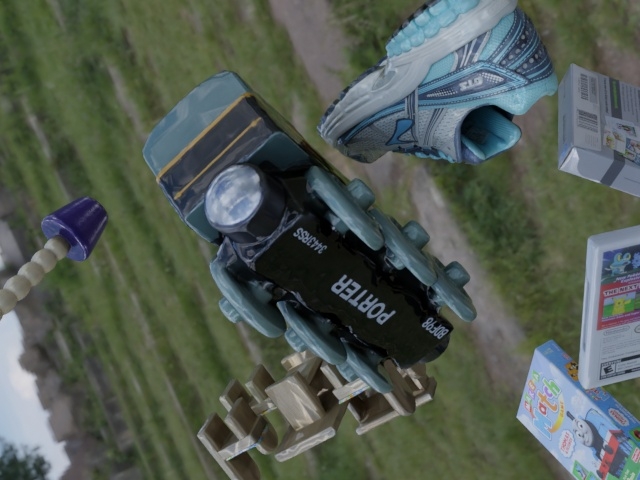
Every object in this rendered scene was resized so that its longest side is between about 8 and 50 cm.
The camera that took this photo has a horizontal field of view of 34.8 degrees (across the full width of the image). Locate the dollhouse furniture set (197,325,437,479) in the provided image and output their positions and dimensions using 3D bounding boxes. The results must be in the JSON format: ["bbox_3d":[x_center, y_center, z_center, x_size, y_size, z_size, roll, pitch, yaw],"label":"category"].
[{"bbox_3d":[0.025,0.175,1.120,0.161,0.212,0.242,54,-156,-10],"label":"dollhouse furniture set"}]

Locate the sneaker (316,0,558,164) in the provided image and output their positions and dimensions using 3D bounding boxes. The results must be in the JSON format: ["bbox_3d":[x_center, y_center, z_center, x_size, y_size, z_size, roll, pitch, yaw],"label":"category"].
[{"bbox_3d":[0.088,-0.101,0.820,0.122,0.110,0.283,51,159,1],"label":"sneaker"}]

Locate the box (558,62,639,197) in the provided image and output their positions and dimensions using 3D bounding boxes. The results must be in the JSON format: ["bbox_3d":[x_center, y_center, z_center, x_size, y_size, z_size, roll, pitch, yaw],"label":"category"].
[{"bbox_3d":[0.342,-0.103,1.075,0.038,0.186,0.145,112,173,-46],"label":"box"}]

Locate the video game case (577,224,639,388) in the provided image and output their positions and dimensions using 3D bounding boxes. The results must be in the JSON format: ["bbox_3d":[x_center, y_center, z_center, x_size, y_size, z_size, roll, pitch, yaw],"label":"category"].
[{"bbox_3d":[0.351,0.052,0.993,0.023,0.201,0.183,-111,12,-53],"label":"video game case"}]

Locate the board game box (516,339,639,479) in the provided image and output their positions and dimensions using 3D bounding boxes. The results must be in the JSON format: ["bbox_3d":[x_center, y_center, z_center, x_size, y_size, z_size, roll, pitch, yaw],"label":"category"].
[{"bbox_3d":[0.368,0.263,1.422,0.211,0.039,0.160,47,149,37],"label":"board game box"}]

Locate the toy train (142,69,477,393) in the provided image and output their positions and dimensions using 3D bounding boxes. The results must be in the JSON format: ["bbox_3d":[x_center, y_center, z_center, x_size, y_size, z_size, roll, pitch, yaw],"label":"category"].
[{"bbox_3d":[0.000,0.000,0.832,0.334,0.142,0.190,36,-165,-53],"label":"toy train"}]

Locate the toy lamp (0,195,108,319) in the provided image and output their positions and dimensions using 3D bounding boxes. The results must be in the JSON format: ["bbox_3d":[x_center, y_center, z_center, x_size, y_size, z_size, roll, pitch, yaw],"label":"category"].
[{"bbox_3d":[-0.374,0.046,1.296,0.080,0.274,0.080,26,144,21],"label":"toy lamp"}]
